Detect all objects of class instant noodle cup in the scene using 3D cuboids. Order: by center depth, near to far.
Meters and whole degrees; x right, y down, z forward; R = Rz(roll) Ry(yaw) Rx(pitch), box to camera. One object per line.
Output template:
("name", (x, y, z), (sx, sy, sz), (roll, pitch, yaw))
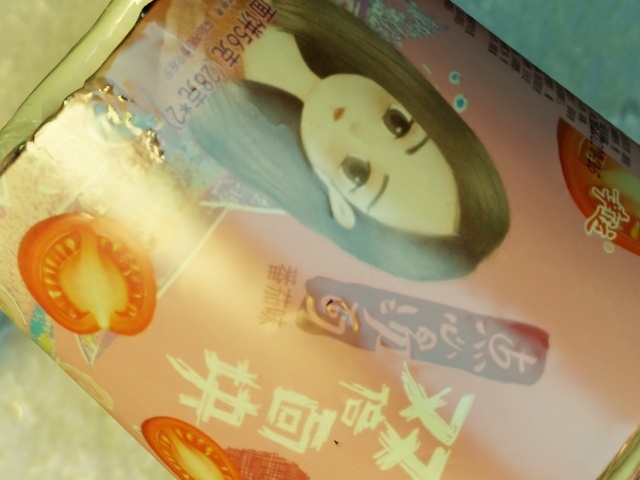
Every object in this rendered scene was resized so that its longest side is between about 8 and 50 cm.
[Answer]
("instant noodle cup", (0.000, 0.000, 0.726), (0.231, 0.243, 0.243), (41, 86, -13))
